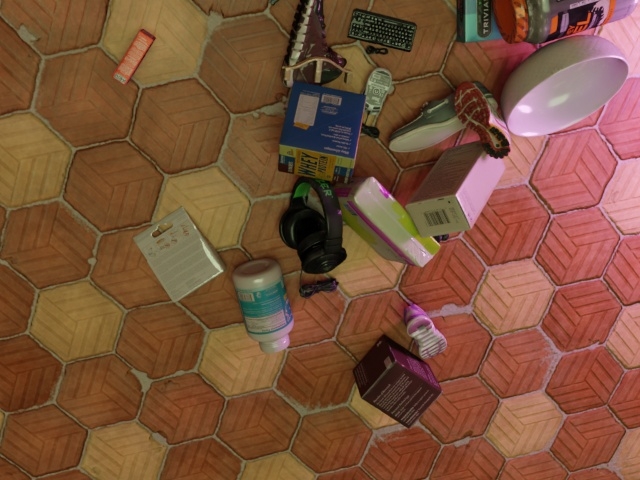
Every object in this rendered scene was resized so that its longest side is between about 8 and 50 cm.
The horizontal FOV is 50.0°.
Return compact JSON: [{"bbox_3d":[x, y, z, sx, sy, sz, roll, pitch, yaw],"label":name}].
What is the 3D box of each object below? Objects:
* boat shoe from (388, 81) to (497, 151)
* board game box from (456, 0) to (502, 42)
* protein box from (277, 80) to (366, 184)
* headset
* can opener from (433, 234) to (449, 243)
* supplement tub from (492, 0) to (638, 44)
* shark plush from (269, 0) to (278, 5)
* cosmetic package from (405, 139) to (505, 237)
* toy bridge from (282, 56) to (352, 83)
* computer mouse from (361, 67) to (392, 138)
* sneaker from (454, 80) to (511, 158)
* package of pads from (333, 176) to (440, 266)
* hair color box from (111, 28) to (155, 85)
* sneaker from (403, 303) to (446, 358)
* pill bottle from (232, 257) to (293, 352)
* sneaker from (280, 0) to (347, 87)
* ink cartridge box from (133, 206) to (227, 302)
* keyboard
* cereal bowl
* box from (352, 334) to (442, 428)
[{"bbox_3d":[0.332,-0.347,1.932,0.319,0.116,0.099,-23,68,8],"label":"boat shoe"},{"bbox_3d":[0.535,-0.675,1.830,0.335,0.079,0.254,-8,111,-5],"label":"board game box"},{"bbox_3d":[0.003,-0.282,1.804,0.199,0.136,0.201,11,66,0],"label":"protein box"},{"bbox_3d":[0.000,0.000,1.942,0.185,0.243,0.394,-8,127,-25],"label":"headset"},{"bbox_3d":[0.354,-0.085,2.035,0.059,0.073,0.186,-3,101,2],"label":"can opener"},{"bbox_3d":[0.609,-0.611,1.717,0.315,0.194,0.194,-17,111,0],"label":"supplement tub"},{"bbox_3d":[-0.081,-0.685,1.776,0.067,0.073,0.161,36,124,2],"label":"shark plush"},{"bbox_3d":[0.372,-0.147,1.865,0.160,0.309,0.113,-10,118,41],"label":"cosmetic package"},{"bbox_3d":[-0.008,-0.445,1.785,0.188,0.026,0.063,0,120,-14],"label":"toy bridge"},{"bbox_3d":[0.145,-0.387,1.905,0.106,0.042,0.193,18,112,-9],"label":"computer mouse"},{"bbox_3d":[0.435,-0.325,1.839,0.088,0.093,0.225,-26,104,32],"label":"sneaker"},{"bbox_3d":[0.166,-0.053,1.928,0.296,0.229,0.101,44,79,-19],"label":"package of pads"},{"bbox_3d":[-0.483,-0.474,1.772,0.043,0.072,0.141,33,104,-17],"label":"hair color box"},{"bbox_3d":[0.320,0.280,2.148,0.095,0.105,0.236,-30,133,3],"label":"sneaker"},{"bbox_3d":[-0.162,0.196,2.020,0.146,0.146,0.264,-13,112,-3],"label":"pill bottle"},{"bbox_3d":[0.004,-0.529,1.811,0.162,0.106,0.282,11,119,-16],"label":"sneaker"},{"bbox_3d":[-0.407,0.040,1.993,0.181,0.056,0.225,-32,92,5],"label":"ink cartridge box"},{"bbox_3d":[0.165,-0.553,1.856,0.180,0.023,0.108,10,108,-10],"label":"keyboard"},{"bbox_3d":[0.635,-0.432,1.845,0.338,0.339,0.141,-20,68,0],"label":"cereal bowl"},{"bbox_3d":[0.239,0.441,2.150,0.203,0.168,0.167,35,103,-17],"label":"box"}]
